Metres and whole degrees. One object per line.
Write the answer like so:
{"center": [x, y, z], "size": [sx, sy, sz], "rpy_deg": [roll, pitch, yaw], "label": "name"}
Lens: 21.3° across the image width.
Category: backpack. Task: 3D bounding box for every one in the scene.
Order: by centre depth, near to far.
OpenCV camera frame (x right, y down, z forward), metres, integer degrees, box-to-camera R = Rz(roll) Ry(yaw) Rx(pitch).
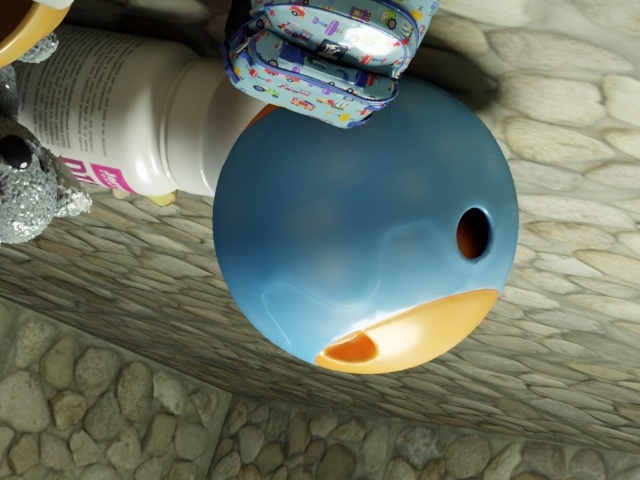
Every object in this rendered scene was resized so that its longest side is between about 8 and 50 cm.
{"center": [0.012, -0.176, 1.368], "size": [0.158, 0.117, 0.173], "rpy_deg": [20, 165, -15], "label": "backpack"}

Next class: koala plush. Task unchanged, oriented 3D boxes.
{"center": [-0.325, -0.091, 1.625], "size": [0.221, 0.196, 0.203], "rpy_deg": [57, 144, -5], "label": "koala plush"}

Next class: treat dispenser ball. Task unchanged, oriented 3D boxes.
{"center": [0.042, -0.018, 1.606], "size": [0.288, 0.288, 0.288], "rpy_deg": [17, 167, 4], "label": "treat dispenser ball"}

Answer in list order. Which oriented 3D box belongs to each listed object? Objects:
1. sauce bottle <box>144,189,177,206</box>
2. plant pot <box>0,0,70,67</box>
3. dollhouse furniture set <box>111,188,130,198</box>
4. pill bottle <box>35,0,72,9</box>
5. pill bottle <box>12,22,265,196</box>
{"center": [-0.233, -0.083, 2.273], "size": [0.042, 0.042, 0.128], "rpy_deg": [12, 164, 24], "label": "sauce bottle"}
{"center": [-0.288, -0.231, 1.409], "size": [0.205, 0.205, 0.188], "rpy_deg": [16, -177, 9], "label": "plant pot"}
{"center": [-0.300, -0.104, 2.132], "size": [0.181, 0.101, 0.161], "rpy_deg": [14, 167, 18], "label": "dollhouse furniture set"}
{"center": [-0.307, -0.298, 1.015], "size": [0.407, 0.229, 0.229], "rpy_deg": [23, 166, -21], "label": "pill bottle"}
{"center": [-0.211, -0.134, 1.744], "size": [0.283, 0.160, 0.160], "rpy_deg": [12, 166, 25], "label": "pill bottle"}
